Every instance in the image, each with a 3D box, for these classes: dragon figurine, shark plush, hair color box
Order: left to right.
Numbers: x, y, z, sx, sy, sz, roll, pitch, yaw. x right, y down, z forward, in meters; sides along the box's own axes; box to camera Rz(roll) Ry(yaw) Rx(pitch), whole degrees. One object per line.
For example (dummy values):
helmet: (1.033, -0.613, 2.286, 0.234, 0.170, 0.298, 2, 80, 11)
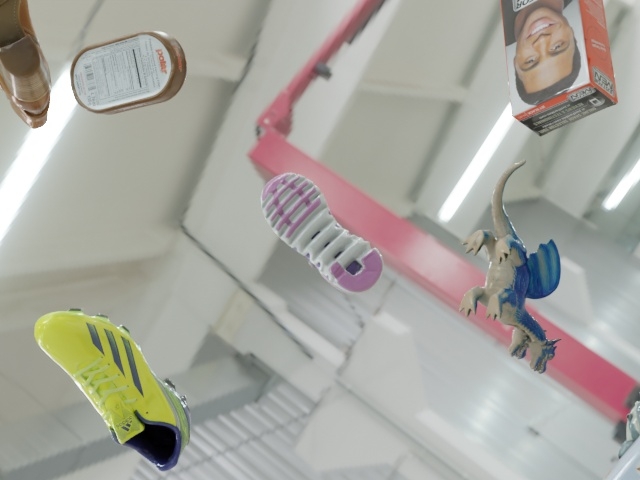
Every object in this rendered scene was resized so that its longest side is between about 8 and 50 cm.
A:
dragon figurine: (0.270, 0.038, 1.591, 0.144, 0.085, 0.289, 2, -89, -43)
hair color box: (0.184, -0.161, 0.909, 0.072, 0.141, 0.043, -23, -34, 36)
shark plush: (0.532, 0.296, 1.863, 0.073, 0.067, 0.161, 27, -108, -50)

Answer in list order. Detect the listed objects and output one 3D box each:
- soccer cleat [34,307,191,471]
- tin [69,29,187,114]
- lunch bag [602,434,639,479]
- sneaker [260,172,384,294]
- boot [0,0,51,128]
soccer cleat: (-0.268, 0.199, 1.529, 0.093, 0.121, 0.289, -24, -51, 21)
tin: (-0.284, -0.244, 1.695, 0.040, 0.189, 0.106, -23, -78, -65)
lunch bag: (0.310, 0.397, 0.914, 0.327, 0.238, 0.386, -36, -59, -31)
sneaker: (0.000, 0.000, 1.763, 0.095, 0.236, 0.104, -41, -16, -8)
boot: (-0.361, -0.232, 1.334, 0.072, 0.197, 0.152, -16, -15, -13)
